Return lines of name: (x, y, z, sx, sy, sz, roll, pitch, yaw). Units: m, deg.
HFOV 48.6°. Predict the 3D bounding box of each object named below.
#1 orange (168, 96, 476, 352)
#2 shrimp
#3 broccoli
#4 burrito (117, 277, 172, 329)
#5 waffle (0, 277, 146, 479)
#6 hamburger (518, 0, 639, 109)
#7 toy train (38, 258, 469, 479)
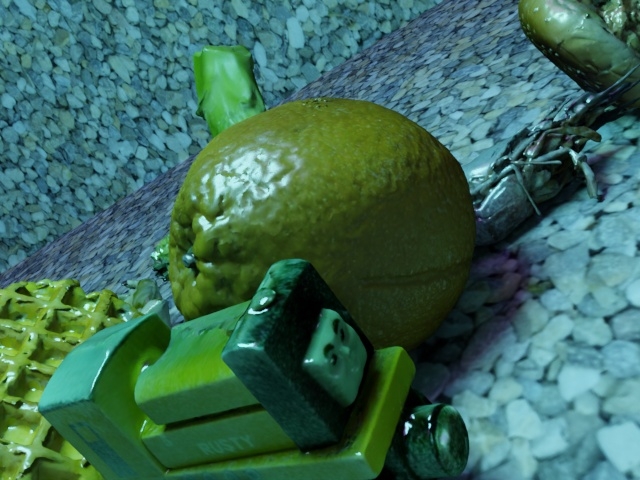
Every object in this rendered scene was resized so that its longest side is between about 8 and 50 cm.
orange: (0.000, 0.000, 0.813, 0.357, 0.321, 0.322, -13, 3, -39)
shrimp: (0.294, -0.105, 0.932, 0.343, 0.116, 0.145, -37, 20, 10)
broccoli: (-0.133, -0.067, 1.102, 0.275, 0.397, 0.353, -7, 40, 53)
burrito: (-0.391, 0.207, 1.220, 0.332, 0.135, 0.190, -38, 20, -13)
waffle: (-0.333, 0.177, 0.879, 0.380, 0.382, 0.095, -16, -44, -50)
hamburger: (0.395, -0.292, 1.009, 0.243, 0.286, 0.146, 48, 113, 31)
toy train: (-0.071, 0.170, 0.662, 0.397, 0.253, 0.160, -19, 26, 36)
